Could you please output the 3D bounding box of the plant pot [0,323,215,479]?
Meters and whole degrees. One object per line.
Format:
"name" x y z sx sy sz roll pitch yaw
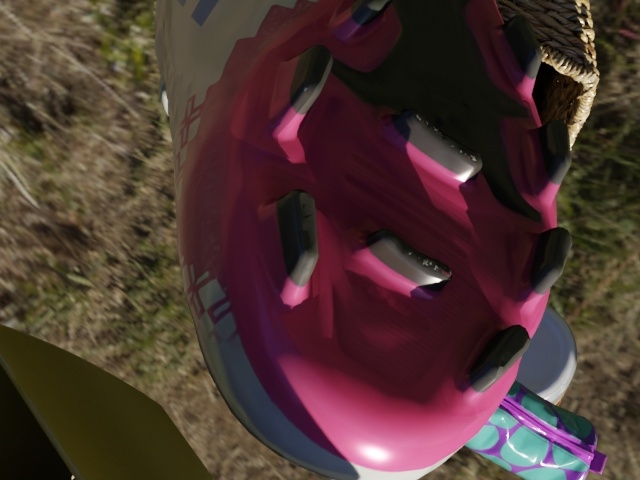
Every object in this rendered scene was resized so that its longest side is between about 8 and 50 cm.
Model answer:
"plant pot" -0.186 0.207 1.024 0.187 0.212 0.212 13 118 -50

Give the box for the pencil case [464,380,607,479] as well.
"pencil case" 0.136 0.131 1.033 0.152 0.070 0.064 31 69 -30

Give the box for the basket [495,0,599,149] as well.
"basket" 0.212 -0.216 1.796 0.214 0.299 0.223 2 65 -6

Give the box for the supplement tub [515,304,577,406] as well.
"supplement tub" 0.204 0.141 1.497 0.117 0.190 0.117 -1 70 2

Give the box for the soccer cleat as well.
"soccer cleat" 0.000 -0.048 0.476 0.116 0.143 0.331 28 45 -24
